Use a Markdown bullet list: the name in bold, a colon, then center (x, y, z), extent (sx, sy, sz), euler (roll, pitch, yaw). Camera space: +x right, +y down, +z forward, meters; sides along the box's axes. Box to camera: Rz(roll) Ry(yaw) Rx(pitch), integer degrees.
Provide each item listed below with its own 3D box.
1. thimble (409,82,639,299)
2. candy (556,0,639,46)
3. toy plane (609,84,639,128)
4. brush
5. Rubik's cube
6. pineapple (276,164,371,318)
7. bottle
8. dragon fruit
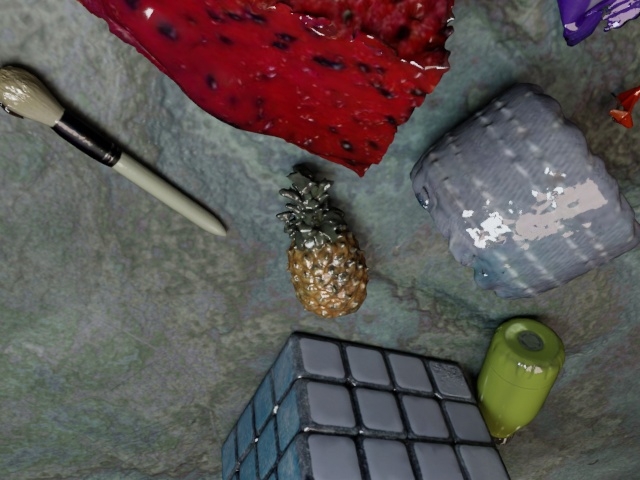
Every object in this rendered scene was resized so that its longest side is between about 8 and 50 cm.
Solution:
- **thimble**: center (0.222, -0.044, 0.617), extent (0.172, 0.205, 0.236), euler (-34, 153, 23)
- **candy**: center (0.252, -0.306, 0.481), extent (0.145, 0.070, 0.275), euler (-27, 134, 20)
- **toy plane**: center (0.406, -0.207, 0.596), extent (0.126, 0.077, 0.194), euler (7, 136, -13)
- **brush**: center (-0.212, -0.078, 0.599), extent (0.039, 0.042, 0.299), euler (-37, 128, 16)
- **Rubik's cube**: center (0.058, 0.395, 0.858), extent (0.343, 0.337, 0.345), euler (13, 125, -21)
- **pineapple**: center (0.000, 0.000, 0.671), extent (0.108, 0.108, 0.198), euler (-14, 125, 1)
- **bottle**: center (0.322, 0.252, 0.937), extent (0.111, 0.112, 0.260), euler (-5, 131, -7)
- **dragon fruit**: center (-0.029, -0.196, 0.408), extent (0.329, 0.240, 0.303), euler (8, 109, -26)
